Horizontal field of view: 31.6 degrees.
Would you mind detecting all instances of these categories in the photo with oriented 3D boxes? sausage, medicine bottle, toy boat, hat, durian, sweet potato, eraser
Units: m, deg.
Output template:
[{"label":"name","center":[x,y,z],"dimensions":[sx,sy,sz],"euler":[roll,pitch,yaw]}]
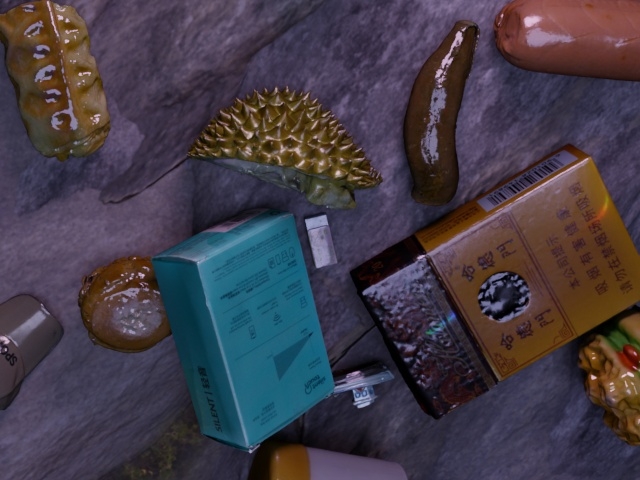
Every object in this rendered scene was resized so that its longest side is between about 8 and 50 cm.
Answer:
[{"label":"sausage","center":[0.411,-0.302,1.685],"dimensions":[0.304,0.121,0.121],"euler":[2,106,-8]},{"label":"medicine bottle","center":[0.002,0.453,1.801],"dimensions":[0.231,0.238,0.238],"euler":[13,105,-12]},{"label":"toy boat","center":[0.053,0.240,1.834],"dimensions":[0.140,0.059,0.066],"euler":[-16,95,-3]},{"label":"hat","center":[-0.483,0.165,1.733],"dimensions":[0.175,0.085,0.147],"euler":[-42,106,7]},{"label":"durian","center":[-0.036,-0.123,1.674],"dimensions":[0.306,0.172,0.166],"euler":[10,130,-18]},{"label":"sweet potato","center":[0.180,-0.195,1.718],"dimensions":[0.112,0.085,0.286],"euler":[4,97,-43]},{"label":"eraser","center":[0.000,0.000,1.777],"dimensions":[0.038,0.019,0.083],"euler":[-14,108,-1]}]

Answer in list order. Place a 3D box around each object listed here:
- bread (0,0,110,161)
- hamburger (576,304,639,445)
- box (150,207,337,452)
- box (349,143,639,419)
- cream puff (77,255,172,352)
[{"label":"bread","center":[-0.381,-0.229,1.632],"dimensions":[0.128,0.088,0.232],"euler":[-17,103,-10]},{"label":"hamburger","center":[0.502,0.230,1.810],"dimensions":[0.149,0.237,0.237],"euler":[-33,108,3]},{"label":"box","center":[-0.112,0.129,1.704],"dimensions":[0.205,0.118,0.312],"euler":[-29,113,-38]},{"label":"box","center":[0.283,0.067,1.783],"dimensions":[0.415,0.116,0.264],"euler":[-30,109,2]},{"label":"cream puff","center":[-0.287,0.092,1.720],"dimensions":[0.165,0.115,0.150],"euler":[20,109,-21]}]
